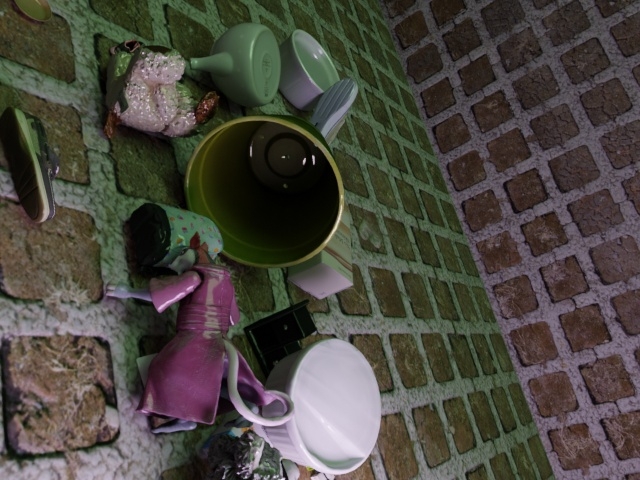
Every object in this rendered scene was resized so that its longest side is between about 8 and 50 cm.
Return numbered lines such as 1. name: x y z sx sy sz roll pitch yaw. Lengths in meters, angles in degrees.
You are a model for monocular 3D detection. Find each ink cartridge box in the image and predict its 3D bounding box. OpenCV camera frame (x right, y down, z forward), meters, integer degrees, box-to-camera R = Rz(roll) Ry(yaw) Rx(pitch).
1. ink cartridge box: -0.149 0.397 1.129 0.104 0.062 0.181 58 29 -10

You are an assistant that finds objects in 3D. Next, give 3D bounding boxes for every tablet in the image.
1. tablet: -0.315 0.257 1.038 0.054 0.006 0.083 -4 69 -58

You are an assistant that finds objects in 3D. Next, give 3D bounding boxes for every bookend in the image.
1. bookend: -0.074 0.240 1.279 0.072 0.156 0.157 -20 85 -60

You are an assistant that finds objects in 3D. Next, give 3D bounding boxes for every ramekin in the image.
1. ramekin: -0.060 -0.608 1.998 0.277 0.135 0.277 38 37 -37
2. ramekin: -0.004 0.349 1.163 0.273 0.127 0.272 21 59 -41

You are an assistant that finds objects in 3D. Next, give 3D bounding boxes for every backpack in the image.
1. backpack: -0.298 0.003 1.160 0.182 0.115 0.151 21 47 -53

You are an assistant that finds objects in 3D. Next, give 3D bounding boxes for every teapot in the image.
1. teapot: -0.238 -0.512 1.609 0.256 0.187 0.252 65 36 -58

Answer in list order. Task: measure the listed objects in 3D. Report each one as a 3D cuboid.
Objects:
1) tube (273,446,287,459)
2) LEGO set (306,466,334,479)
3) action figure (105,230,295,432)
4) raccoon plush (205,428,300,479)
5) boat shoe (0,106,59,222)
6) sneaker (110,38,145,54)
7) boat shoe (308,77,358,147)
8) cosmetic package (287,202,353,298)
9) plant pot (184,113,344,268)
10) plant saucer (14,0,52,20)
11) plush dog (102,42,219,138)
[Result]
1. tube: -0.106 0.486 1.135 0.070 0.062 0.240 22 38 9
2. LEGO set: -0.002 0.467 1.281 0.227 0.087 0.093 60 30 -7
3. action figure: -0.221 0.156 1.011 0.248 0.276 0.369 16 67 -49
4. raccoon plush: -0.170 0.497 0.847 0.446 0.216 0.298 -20 87 -60
5. boat shoe: -0.504 -0.137 0.982 0.074 0.080 0.223 -6 68 -54
6. sneaker: -0.457 -0.471 1.345 0.047 0.057 0.119 54 30 -13
7. boat shoe: 0.031 -0.423 1.906 0.109 0.302 0.094 35 -2 29
8. cosmetic package: 0.000 0.000 1.613 0.153 0.129 0.295 37 39 -40
9. plant pot: -0.111 -0.172 1.402 0.366 0.367 0.353 53 20 -17
10. plant saucer: -0.612 -0.497 1.163 0.083 0.015 0.083 37 39 -37
11. plush dog: -0.356 -0.302 1.245 0.226 0.263 0.210 16 87 -41
